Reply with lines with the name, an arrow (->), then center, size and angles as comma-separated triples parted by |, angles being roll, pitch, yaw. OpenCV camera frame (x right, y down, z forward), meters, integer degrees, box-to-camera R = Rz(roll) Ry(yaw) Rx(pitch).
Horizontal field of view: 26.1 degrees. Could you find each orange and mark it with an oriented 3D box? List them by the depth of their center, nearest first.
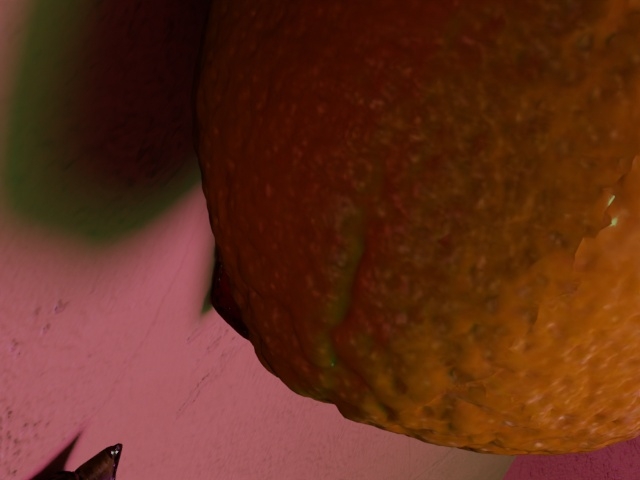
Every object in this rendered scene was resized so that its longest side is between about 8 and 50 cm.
orange -> 0.101, -0.075, 0.618 | 0.357, 0.322, 0.322 | -57, 163, 1

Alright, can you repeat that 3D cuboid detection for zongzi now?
zongzi -> -0.136, 0.150, 0.792 | 0.073, 0.067, 0.083 | -42, 141, -23

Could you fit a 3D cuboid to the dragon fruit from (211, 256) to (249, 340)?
dragon fruit -> 0.000, 0.000, 0.831 | 0.096, 0.102, 0.147 | -36, 163, -34
